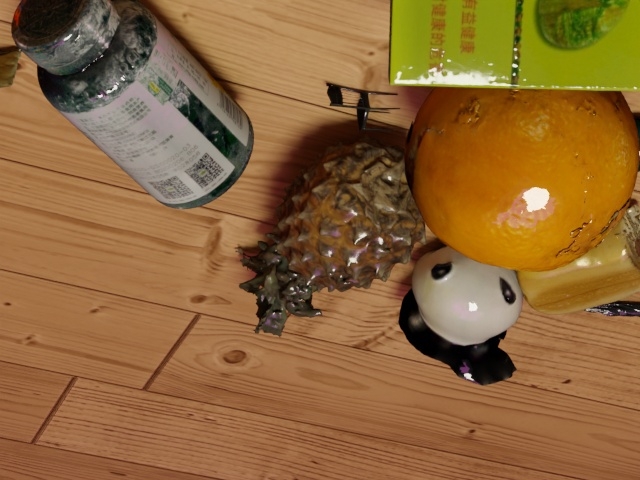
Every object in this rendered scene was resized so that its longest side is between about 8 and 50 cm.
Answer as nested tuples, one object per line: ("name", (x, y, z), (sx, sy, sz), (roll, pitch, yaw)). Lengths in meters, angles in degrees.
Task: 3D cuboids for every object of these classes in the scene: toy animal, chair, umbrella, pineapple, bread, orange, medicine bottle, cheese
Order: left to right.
("cheese", (-0.365, -0.196, 1.816), (0.084, 0.060, 0.041), (31, 138, -28))
("medicine bottle", (-0.197, -0.159, 1.784), (0.141, 0.141, 0.293), (-15, 145, 24))
("pineapple", (0.000, 0.000, 2.039), (0.175, 0.175, 0.361), (15, 158, -21))
("chair", (0.043, -0.146, 1.894), (0.086, 0.037, 0.042), (7, 136, -16))
("toy animal", (0.190, 0.081, 2.159), (0.166, 0.138, 0.179), (13, 138, -1))
("orange", (0.210, -0.089, 1.790), (0.246, 0.246, 0.246), (1, 148, 1))
("bread", (0.328, 0.024, 2.106), (0.173, 0.085, 0.134), (-15, 147, 22))
("umbrella", (0.458, 0.101, 2.268), (0.269, 0.044, 0.044), (-1, 120, 6))

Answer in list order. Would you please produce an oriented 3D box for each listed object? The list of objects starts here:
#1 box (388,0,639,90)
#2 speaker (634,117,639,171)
("box", (0.235, -0.238, 1.641), (0.335, 0.047, 0.187), (2, 109, 1))
("speaker", (0.346, -0.105, 1.943), (0.075, 0.060, 0.094), (-13, 180, 22))
